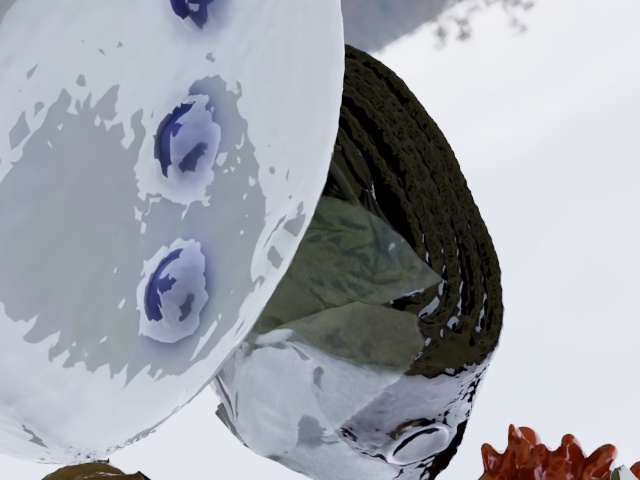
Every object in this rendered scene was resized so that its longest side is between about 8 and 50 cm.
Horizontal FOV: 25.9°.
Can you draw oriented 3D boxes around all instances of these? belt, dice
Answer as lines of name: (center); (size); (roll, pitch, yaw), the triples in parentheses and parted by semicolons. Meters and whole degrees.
belt: (0.000, 0.000, 0.819); (0.184, 0.164, 0.289); (-12, -130, -19)
dice: (-0.118, -0.052, 0.468); (0.194, 0.192, 0.193); (16, -117, 28)

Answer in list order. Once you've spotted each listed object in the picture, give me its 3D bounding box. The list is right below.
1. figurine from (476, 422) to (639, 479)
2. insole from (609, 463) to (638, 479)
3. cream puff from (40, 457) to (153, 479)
figurine: (0.105, 0.293, 1.015); (0.412, 0.306, 0.241); (-4, -159, -24)
insole: (0.202, 0.191, 0.764); (0.010, 0.192, 0.063); (-25, -146, 24)
cream puff: (-0.178, 0.305, 1.262); (0.155, 0.241, 0.269); (-47, 175, -16)
